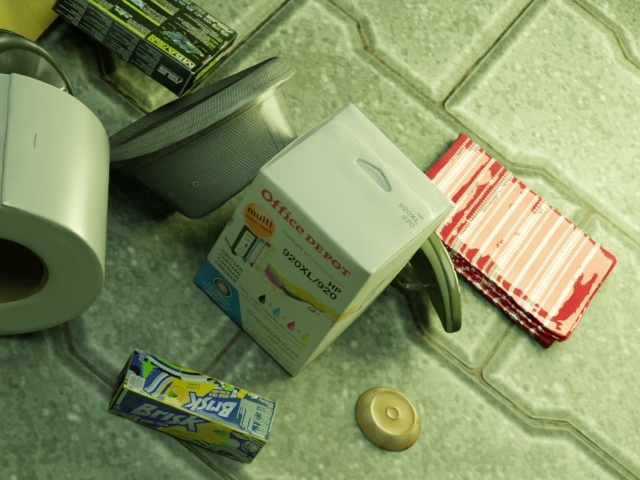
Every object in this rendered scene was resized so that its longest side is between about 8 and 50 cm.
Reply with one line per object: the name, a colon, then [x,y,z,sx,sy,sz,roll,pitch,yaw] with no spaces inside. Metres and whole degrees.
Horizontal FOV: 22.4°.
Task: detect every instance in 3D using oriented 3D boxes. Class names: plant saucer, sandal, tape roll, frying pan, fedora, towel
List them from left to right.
tape roll: [-0.342,-0.034,1.671,0.246,0.246,0.169,11,53,-19]
frying pan: [-0.366,-0.209,1.824,0.197,0.053,0.326,-24,98,-49]
fedora: [-0.126,-0.106,1.857,0.243,0.275,0.124,-39,105,-47]
sandal: [0.076,-0.005,1.963,0.086,0.120,0.303,-33,72,-10]
plant saucer: [0.081,0.203,1.864,0.083,0.015,0.083,13,52,-18]
towel: [0.243,-0.005,2.081,0.275,0.031,0.199,40,49,4]

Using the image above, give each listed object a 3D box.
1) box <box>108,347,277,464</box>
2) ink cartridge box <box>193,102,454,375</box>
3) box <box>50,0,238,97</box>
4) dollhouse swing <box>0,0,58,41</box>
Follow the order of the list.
box: [-0.138,0.179,1.742,0.168,0.059,0.054,23,49,-10]
ink cartridge box: [0.000,0.000,1.822,0.171,0.233,0.168,44,50,8]
box: [-0.213,-0.270,1.993,0.190,0.045,0.184,34,29,-1]
dollhouse swing: [-0.508,-0.378,1.953,0.315,0.305,0.347,4,43,28]
